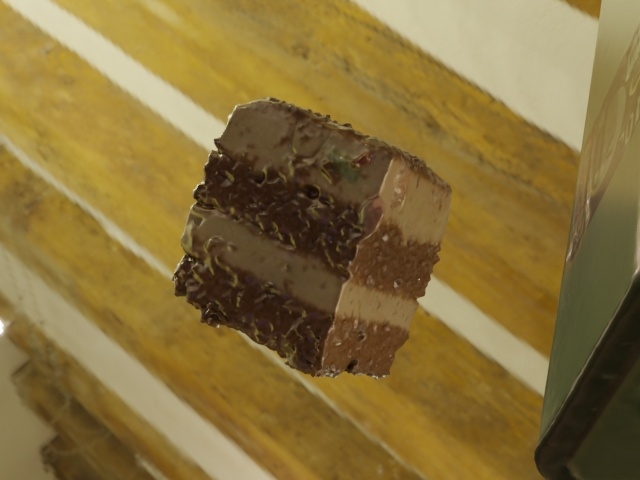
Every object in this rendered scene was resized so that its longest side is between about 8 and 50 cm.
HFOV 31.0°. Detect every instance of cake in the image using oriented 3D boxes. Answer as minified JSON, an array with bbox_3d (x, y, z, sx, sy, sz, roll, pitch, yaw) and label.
[{"bbox_3d":[0.000,0.000,1.453,0.256,0.290,0.282,27,3,26],"label":"cake"}]

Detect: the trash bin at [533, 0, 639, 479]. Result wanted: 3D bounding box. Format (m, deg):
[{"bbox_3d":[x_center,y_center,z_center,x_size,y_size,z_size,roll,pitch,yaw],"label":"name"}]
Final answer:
[{"bbox_3d":[0.226,-0.048,0.500,0.223,0.343,0.158,13,-41,1],"label":"trash bin"}]
